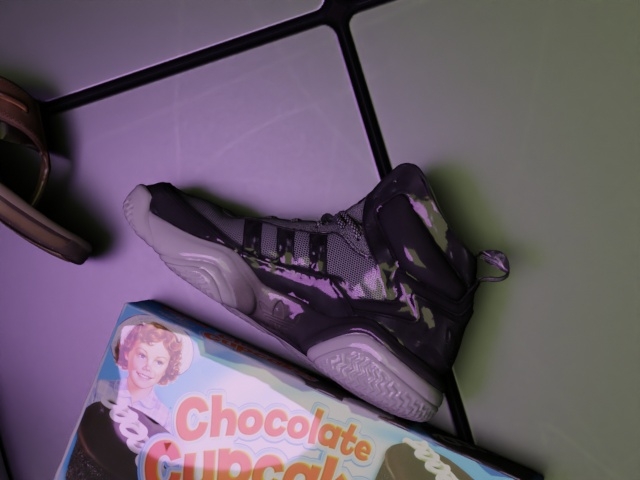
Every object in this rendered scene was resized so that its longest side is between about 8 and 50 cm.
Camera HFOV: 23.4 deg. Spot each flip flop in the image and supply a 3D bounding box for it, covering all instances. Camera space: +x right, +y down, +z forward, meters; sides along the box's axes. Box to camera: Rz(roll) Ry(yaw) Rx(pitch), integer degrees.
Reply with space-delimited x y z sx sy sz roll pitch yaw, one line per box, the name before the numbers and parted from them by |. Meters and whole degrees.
flip flop | -0.254 -0.096 1.126 0.080 0.112 0.277 -38 79 -5

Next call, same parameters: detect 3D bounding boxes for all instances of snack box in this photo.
snack box | -0.025 0.189 1.100 0.322 0.060 0.187 23 95 10

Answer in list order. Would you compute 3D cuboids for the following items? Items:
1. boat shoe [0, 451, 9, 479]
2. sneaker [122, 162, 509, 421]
boat shoe | -0.279 0.206 1.144 0.084 0.095 0.258 -16 78 15
sneaker | 0.000 0.000 1.077 0.268 0.101 0.153 32 85 17
